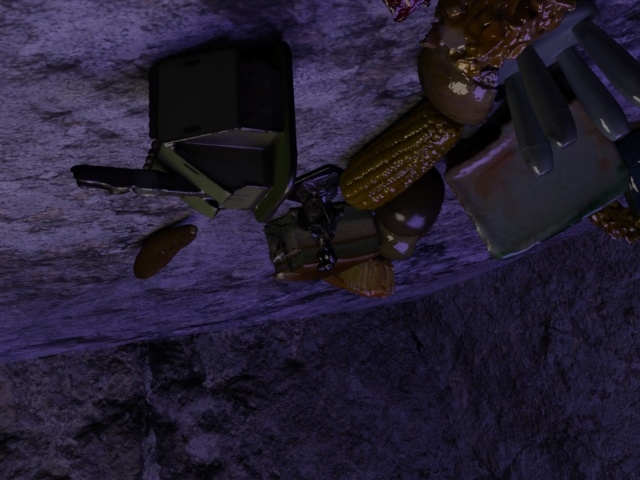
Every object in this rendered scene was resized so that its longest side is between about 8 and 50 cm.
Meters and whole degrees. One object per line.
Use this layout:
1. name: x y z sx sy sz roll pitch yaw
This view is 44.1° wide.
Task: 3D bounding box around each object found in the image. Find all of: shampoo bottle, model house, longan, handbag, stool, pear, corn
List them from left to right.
1. model house: -0.184 -0.152 1.051 0.278 0.219 0.205 3 161 -18
2. corn: 0.148 -0.156 1.526 0.120 0.121 0.363 -8 165 -29
3. pear: 0.199 -0.031 2.036 0.167 0.136 0.167 -55 163 -26
4. longan: 0.191 -0.093 1.711 0.167 0.187 0.168 -3 125 -5
5. shampoo bottle: 0.278 -0.237 1.451 0.072 0.072 0.214 -13 167 -11
6. model house: 0.414 -0.155 1.549 0.312 0.245 0.280 -33 -174 18
7. stool: 0.382 -0.236 1.227 0.195 0.199 0.195 -26 170 -3
8. handbag: 0.888 -0.174 2.013 0.241 0.263 0.222 -25 -174 26

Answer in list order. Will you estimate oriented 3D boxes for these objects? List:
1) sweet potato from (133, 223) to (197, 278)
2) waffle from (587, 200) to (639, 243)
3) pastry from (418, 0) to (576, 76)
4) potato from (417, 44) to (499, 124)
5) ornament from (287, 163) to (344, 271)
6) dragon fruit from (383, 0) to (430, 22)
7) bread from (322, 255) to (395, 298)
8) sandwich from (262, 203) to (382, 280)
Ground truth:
1. sweet potato: -0.346 0.010 1.762 0.077 0.077 0.243 -3 154 -44
2. waffle: 0.697 -0.112 2.012 0.069 0.293 0.260 -37 177 0
3. pastry: 0.225 -0.302 0.918 0.249 0.154 0.102 -33 172 22
4. potato: 0.207 -0.240 1.251 0.100 0.121 0.261 -9 166 -5
5. ornament: 0.013 -0.035 1.708 0.153 0.196 0.166 -20 168 24
6. dragon fruit: 0.119 -0.315 0.927 0.131 0.063 0.097 -24 165 33
7. bread: 0.073 0.068 2.113 0.152 0.120 0.288 8 -170 -37
8. sandwich: 0.000 -0.001 1.922 0.227 0.155 0.198 -22 166 25
